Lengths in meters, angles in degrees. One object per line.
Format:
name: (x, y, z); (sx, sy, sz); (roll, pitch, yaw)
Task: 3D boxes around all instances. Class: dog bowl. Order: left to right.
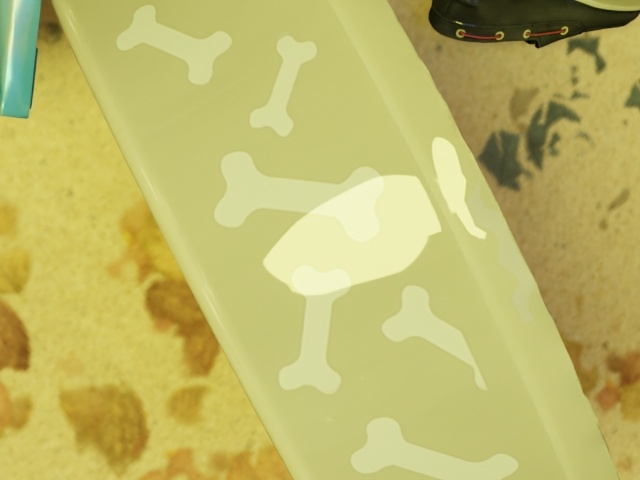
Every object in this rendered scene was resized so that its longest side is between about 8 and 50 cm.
dog bowl: (0.000, 0.000, 0.666); (0.102, 0.349, 0.349); (-28, 115, -1)

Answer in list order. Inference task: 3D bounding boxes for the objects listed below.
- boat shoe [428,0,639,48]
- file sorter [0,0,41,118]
boat shoe: (0.115, -0.126, 0.846); (0.133, 0.049, 0.042); (-3, 133, -32)
file sorter: (-0.176, -0.125, 0.636); (0.104, 0.170, 0.118); (4, 102, -22)
